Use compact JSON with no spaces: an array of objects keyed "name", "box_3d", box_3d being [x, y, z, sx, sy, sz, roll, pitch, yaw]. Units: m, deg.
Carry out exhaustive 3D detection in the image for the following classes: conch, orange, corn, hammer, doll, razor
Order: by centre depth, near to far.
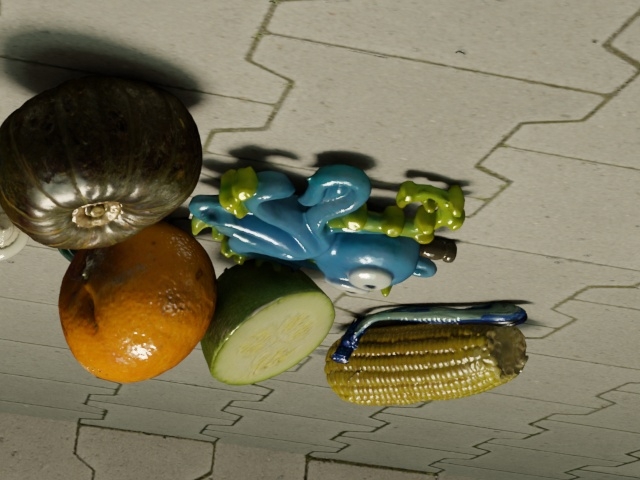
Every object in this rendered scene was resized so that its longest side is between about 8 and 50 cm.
[{"name":"doll","box_3d":[0.000,0.000,1.880,0.341,0.099,0.346,11,160,-26]},{"name":"conch","box_3d":[-0.407,-0.017,2.014,0.104,0.094,0.176,-31,179,-17]},{"name":"orange","box_3d":[-0.241,0.075,2.043,0.224,0.224,0.170,-10,144,46]},{"name":"hammer","box_3d":[0.104,0.038,2.127,0.058,0.029,0.292,12,165,-14]},{"name":"razor","box_3d":[0.156,0.118,2.341,0.324,0.093,0.056,-11,122,37]},{"name":"corn","box_3d":[0.159,0.185,2.433,0.344,0.131,0.131,-10,157,44]}]

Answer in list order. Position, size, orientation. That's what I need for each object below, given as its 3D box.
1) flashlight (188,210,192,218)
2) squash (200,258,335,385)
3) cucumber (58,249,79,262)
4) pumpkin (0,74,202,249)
[{"name":"flashlight","box_3d":[-0.122,-0.030,1.981,0.083,0.018,0.018,9,164,-9]},{"name":"squash","box_3d":[-0.063,0.129,2.087,0.189,0.189,0.260,11,-171,-15]},{"name":"cucumber","box_3d":[-0.307,0.021,2.171,0.056,0.056,0.250,0,163,23]},{"name":"pumpkin","box_3d":[-0.229,-0.087,1.608,0.219,0.162,0.219,-18,158,-7]}]
